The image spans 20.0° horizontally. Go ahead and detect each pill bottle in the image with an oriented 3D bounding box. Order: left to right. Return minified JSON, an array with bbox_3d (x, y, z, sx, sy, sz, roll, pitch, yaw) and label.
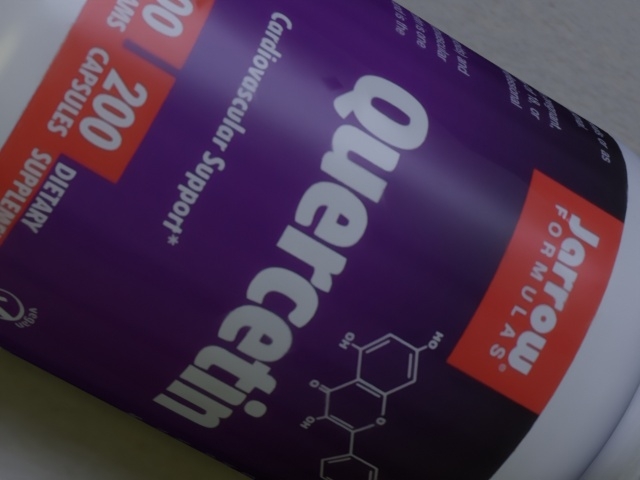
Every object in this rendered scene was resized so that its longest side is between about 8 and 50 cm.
[{"bbox_3d":[0.000,0.000,0.674,0.323,0.181,0.181,29,39,-15],"label":"pill bottle"}]
